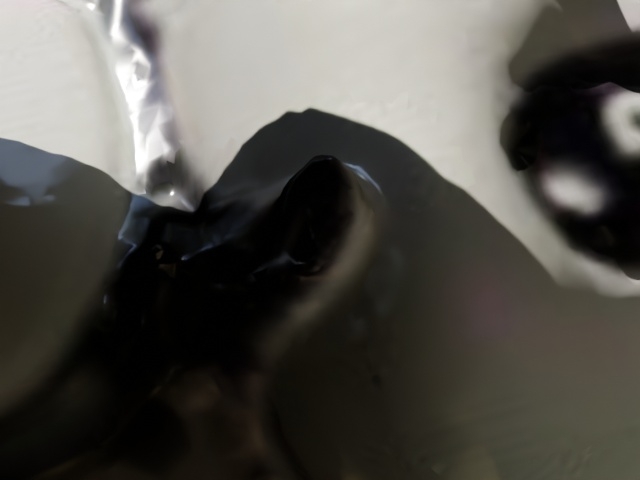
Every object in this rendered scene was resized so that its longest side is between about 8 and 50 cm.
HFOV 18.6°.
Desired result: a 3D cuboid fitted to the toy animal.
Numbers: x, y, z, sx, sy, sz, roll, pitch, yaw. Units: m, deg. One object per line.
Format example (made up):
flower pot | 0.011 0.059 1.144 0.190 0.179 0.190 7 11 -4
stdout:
toy animal | 0.000 0.000 0.558 0.310 0.250 0.251 -15 11 6
